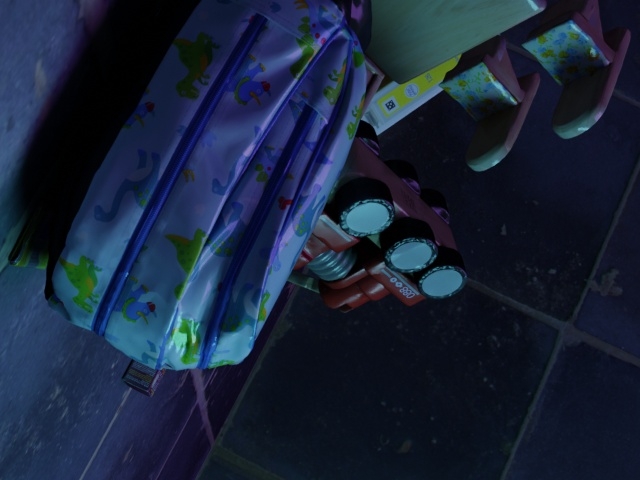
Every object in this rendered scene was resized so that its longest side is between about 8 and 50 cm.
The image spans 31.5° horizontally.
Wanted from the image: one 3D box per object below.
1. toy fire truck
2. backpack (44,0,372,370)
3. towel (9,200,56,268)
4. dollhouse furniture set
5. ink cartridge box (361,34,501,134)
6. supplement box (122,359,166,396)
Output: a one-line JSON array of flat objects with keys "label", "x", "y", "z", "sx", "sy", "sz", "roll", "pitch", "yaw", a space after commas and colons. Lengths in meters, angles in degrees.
[{"label": "toy fire truck", "x": 0.000, "y": 0.000, "z": 1.230, "sx": 0.246, "sy": 0.217, "sz": 0.158, "roll": -31, "pitch": -135, "yaw": 21}, {"label": "backpack", "x": -0.099, "y": -0.063, "z": 0.993, "sx": 0.355, "sy": 0.273, "sz": 0.290, "roll": -49, "pitch": -176, "yaw": -22}, {"label": "towel", "x": -0.243, "y": -0.002, "z": 0.988, "sx": 0.083, "sy": 0.009, "sz": 0.060, "roll": 54, "pitch": 61, "yaw": -84}, {"label": "dollhouse furniture set", "x": 0.054, "y": -0.195, "z": 1.246, "sx": 0.394, "sy": 0.362, "sz": 0.256, "roll": -22, "pitch": -146, "yaw": 50}, {"label": "ink cartridge box", "x": 0.070, "y": -0.241, "z": 1.621, "sx": 0.307, "sy": 0.072, "sz": 0.303, "roll": -33, "pitch": -153, "yaw": -1}, {"label": "supplement box", "x": -0.247, "y": 0.179, "z": 1.649, "sx": 0.055, "sy": 0.043, "sz": 0.083, "roll": 100, "pitch": 16, "yaw": -73}]
